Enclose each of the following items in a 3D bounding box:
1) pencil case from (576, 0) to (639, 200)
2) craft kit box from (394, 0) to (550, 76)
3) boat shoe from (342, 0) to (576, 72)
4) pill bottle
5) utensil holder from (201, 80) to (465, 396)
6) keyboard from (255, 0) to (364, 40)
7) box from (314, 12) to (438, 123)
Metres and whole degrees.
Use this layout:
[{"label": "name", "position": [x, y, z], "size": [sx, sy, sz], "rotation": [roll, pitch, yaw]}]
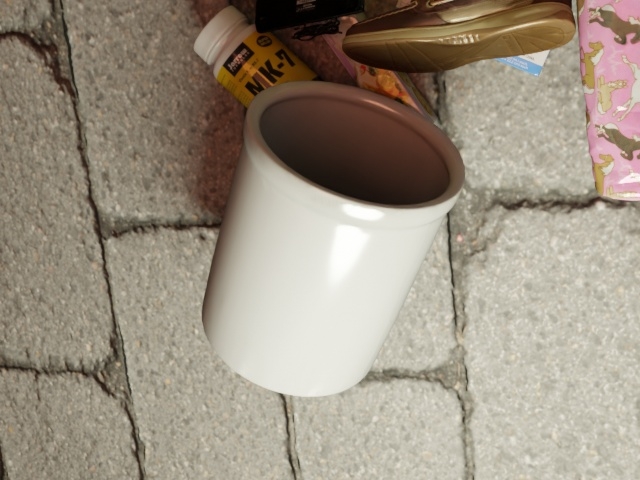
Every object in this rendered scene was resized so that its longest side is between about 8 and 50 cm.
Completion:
[{"label": "pencil case", "position": [0.452, -0.246, 1.295], "size": [0.167, 0.160, 0.386], "rotation": [-3, 108, 18]}, {"label": "craft kit box", "position": [0.266, -0.409, 1.388], "size": [0.250, 0.061, 0.246], "rotation": [25, 114, 8]}, {"label": "boat shoe", "position": [0.198, -0.333, 1.356], "size": [0.342, 0.123, 0.123], "rotation": [-5, 75, 24]}, {"label": "pill bottle", "position": [-0.099, -0.276, 1.503], "size": [0.208, 0.119, 0.119], "rotation": [42, 113, 1]}, {"label": "utensil holder", "position": [0.000, 0.000, 1.418], "size": [0.327, 0.327, 0.385], "rotation": [27, 126, 8]}, {"label": "keyboard", "position": [-0.015, -0.352, 1.425], "size": [0.192, 0.038, 0.100], "rotation": [-4, 75, 30]}, {"label": "box", "position": [0.068, -0.302, 1.474], "size": [0.063, 0.067, 0.324], "rotation": [-34, 94, 24]}]
